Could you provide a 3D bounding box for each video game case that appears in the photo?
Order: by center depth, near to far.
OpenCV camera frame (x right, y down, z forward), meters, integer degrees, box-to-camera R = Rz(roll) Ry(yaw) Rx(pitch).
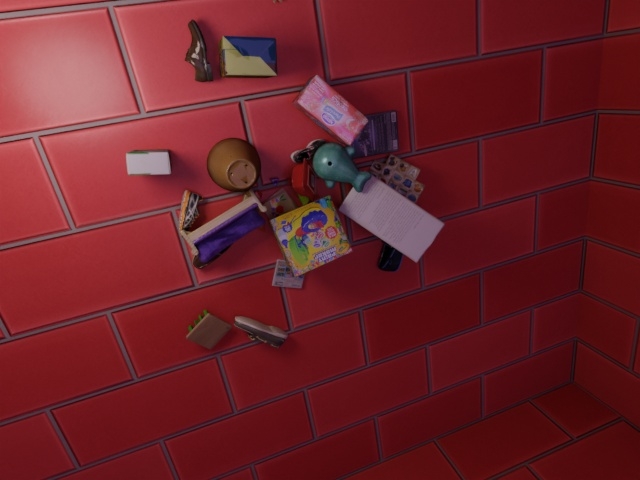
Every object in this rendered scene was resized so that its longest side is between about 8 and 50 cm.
[{"bbox_3d":[0.247,-0.509,1.961,0.275,0.026,0.195,-13,112,-13],"label":"video game case"},{"bbox_3d":[-0.157,0.170,2.062,0.158,0.019,0.143,8,105,-20],"label":"video game case"}]

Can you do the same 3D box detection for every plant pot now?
[{"bbox_3d":[-0.348,-0.298,1.703,0.238,0.254,0.236,-6,111,-16],"label":"plant pot"}]

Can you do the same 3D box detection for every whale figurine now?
[{"bbox_3d":[0.092,-0.321,1.812,0.272,0.141,0.216,35,106,-1],"label":"whale figurine"}]

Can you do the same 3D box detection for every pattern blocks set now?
[{"bbox_3d":[-0.187,-0.143,1.937,0.286,0.026,0.324,-26,114,-9],"label":"pattern blocks set"}]

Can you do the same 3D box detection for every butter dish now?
[{"bbox_3d":[-0.093,-0.273,1.866,0.119,0.160,0.160,-5,70,18],"label":"butter dish"}]

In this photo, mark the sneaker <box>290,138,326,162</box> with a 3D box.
[{"bbox_3d":[-0.045,-0.403,1.867,0.178,0.077,0.071,-33,117,-6],"label":"sneaker"}]

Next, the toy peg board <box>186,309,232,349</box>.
[{"bbox_3d":[-0.553,0.428,1.995,0.161,0.079,0.161,-46,132,2],"label":"toy peg board"}]

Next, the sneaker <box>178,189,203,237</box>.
[{"bbox_3d":[-0.576,-0.110,1.787,0.083,0.084,0.214,9,105,-28],"label":"sneaker"}]

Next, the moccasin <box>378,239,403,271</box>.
[{"bbox_3d":[0.381,0.014,2.125,0.117,0.138,0.341,0,108,-20],"label":"moccasin"}]

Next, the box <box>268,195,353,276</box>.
[{"bbox_3d":[-0.049,-0.023,1.872,0.290,0.177,0.278,-24,96,-9],"label":"box"}]

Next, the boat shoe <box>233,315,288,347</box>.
[{"bbox_3d":[-0.311,0.469,2.063,0.305,0.109,0.091,27,93,-29],"label":"boat shoe"}]

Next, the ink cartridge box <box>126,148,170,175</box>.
[{"bbox_3d":[-0.675,-0.314,1.611,0.153,0.208,0.086,-6,107,-18],"label":"ink cartridge box"}]

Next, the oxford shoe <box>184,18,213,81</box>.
[{"bbox_3d":[-0.492,-0.741,1.595,0.096,0.083,0.226,-12,111,-10],"label":"oxford shoe"}]

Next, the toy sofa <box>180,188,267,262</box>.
[{"bbox_3d":[-0.405,-0.058,1.747,0.363,0.150,0.177,-34,101,-16],"label":"toy sofa"}]

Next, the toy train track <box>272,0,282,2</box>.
[{"bbox_3d":[-0.168,-1.002,1.653,0.048,0.014,0.083,35,89,-18],"label":"toy train track"}]

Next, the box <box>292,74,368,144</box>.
[{"bbox_3d":[0.042,-0.566,1.784,0.300,0.154,0.142,35,95,-20],"label":"box"}]

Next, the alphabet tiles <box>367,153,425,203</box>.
[{"bbox_3d":[0.344,-0.240,2.032,0.286,0.011,0.342,27,98,0],"label":"alphabet tiles"}]

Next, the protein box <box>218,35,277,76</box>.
[{"bbox_3d":[-0.290,-0.719,1.604,0.200,0.201,0.135,-6,110,-17],"label":"protein box"}]

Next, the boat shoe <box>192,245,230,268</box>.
[{"bbox_3d":[-0.485,0.038,1.860,0.257,0.095,0.095,-45,116,0],"label":"boat shoe"}]

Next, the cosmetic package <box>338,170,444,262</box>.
[{"bbox_3d":[0.333,-0.117,1.960,0.454,0.161,0.230,34,96,-1],"label":"cosmetic package"}]
